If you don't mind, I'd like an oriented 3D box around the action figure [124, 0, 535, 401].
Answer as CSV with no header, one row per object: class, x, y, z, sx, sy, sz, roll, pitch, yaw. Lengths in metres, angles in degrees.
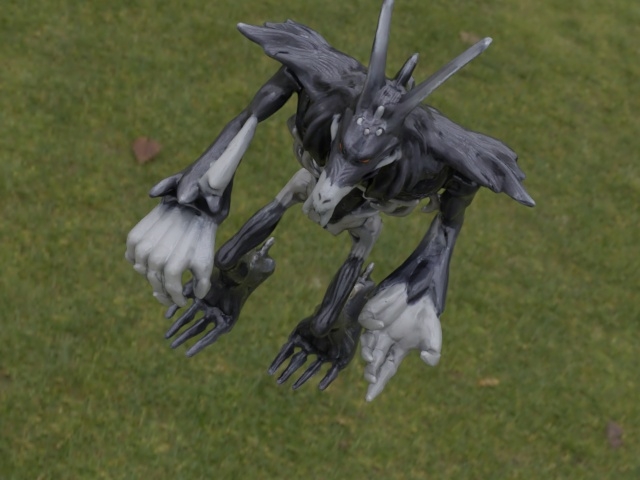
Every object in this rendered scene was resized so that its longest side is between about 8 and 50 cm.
action figure,0.000,0.000,0.605,0.164,0.275,0.141,27,59,0
